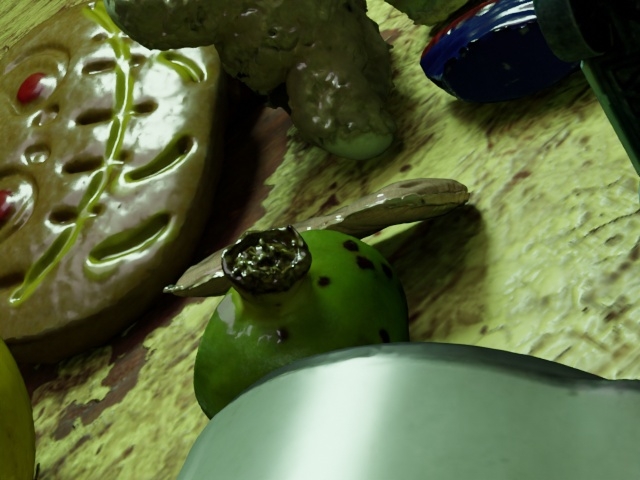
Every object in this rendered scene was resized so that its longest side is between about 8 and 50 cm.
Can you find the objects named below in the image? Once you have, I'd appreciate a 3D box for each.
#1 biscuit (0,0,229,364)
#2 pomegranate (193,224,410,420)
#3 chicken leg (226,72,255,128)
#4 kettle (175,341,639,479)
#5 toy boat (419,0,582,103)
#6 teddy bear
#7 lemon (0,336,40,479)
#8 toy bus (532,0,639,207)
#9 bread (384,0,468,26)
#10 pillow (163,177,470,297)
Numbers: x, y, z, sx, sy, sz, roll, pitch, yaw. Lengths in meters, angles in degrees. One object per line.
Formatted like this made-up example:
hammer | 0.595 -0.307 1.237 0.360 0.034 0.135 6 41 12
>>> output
biscuit | -0.250 -0.072 1.044 0.350 0.070 0.394 -14 55 18
pomegranate | -0.005 0.061 0.648 0.143 0.122 0.169 -42 -10 -23
chicken leg | -0.154 -0.095 1.106 0.113 0.093 0.304 8 56 39
kettle | -0.016 0.259 0.317 0.361 0.250 0.377 -52 11 43
toy boat | 0.218 -0.207 0.878 0.318 0.072 0.219 -41 24 -25
teddy bear | -0.038 -0.197 0.975 0.156 0.267 0.256 -61 7 9
lemon | -0.327 0.144 0.769 0.258 0.258 0.310 -39 33 -1
toy bus | 0.199 -0.120 0.537 0.133 0.271 0.165 -15 33 36
bread | 0.133 -0.298 1.022 0.138 0.102 0.196 -29 23 53
pillow | -0.001 0.000 0.775 0.211 0.034 0.135 -21 -8 28
